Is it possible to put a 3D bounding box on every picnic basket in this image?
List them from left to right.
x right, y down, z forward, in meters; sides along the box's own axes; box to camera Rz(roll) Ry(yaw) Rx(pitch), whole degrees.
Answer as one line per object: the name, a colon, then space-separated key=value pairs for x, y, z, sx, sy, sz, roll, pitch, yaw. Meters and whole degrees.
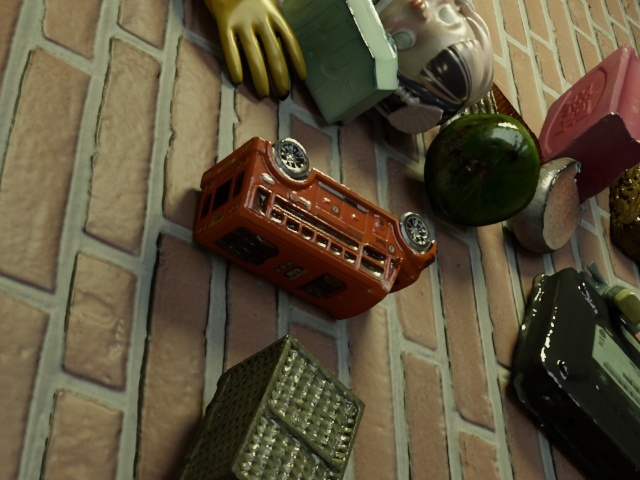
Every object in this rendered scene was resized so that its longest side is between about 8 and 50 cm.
picnic basket: x=-0.067 y=0.232 z=1.123 sx=0.134 sy=0.154 sz=0.196 roll=44 pitch=40 yaw=-19

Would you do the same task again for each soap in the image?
soap: x=0.025 y=-0.318 z=1.686 sx=0.230 sy=0.145 sz=0.091 roll=62 pitch=25 yaw=9
soap: x=0.561 y=-0.229 z=2.139 sx=0.128 sy=0.233 sz=0.359 roll=43 pitch=36 yaw=-9

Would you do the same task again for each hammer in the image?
hammer: x=0.538 y=0.108 z=1.900 sx=0.158 sy=0.041 sz=0.226 roll=48 pitch=6 yaw=5

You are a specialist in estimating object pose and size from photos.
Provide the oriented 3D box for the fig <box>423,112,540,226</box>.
fig: x=0.266 y=-0.140 z=1.802 sx=0.203 sy=0.203 sz=0.235 roll=37 pitch=17 yaw=-19

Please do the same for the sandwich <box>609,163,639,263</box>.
sandwich: x=0.750 y=-0.055 z=2.282 sx=0.262 sy=0.131 sz=0.325 roll=38 pitch=37 yaw=-16

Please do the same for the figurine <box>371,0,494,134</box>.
figurine: x=0.152 y=-0.359 z=1.806 sx=0.361 sy=0.253 sz=0.211 roll=56 pitch=2 yaw=14

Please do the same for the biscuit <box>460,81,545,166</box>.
biscuit: x=0.335 y=-0.196 z=1.949 sx=0.252 sy=0.070 sz=0.106 roll=39 pitch=35 yaw=-45

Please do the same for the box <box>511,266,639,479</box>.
box: x=0.471 y=0.240 z=1.756 sx=0.359 sy=0.091 sz=0.350 roll=47 pitch=35 yaw=-10

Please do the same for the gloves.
gloves: x=-0.122 y=-0.348 z=1.631 sx=0.133 sy=0.116 sz=0.294 roll=-21 pitch=84 yaw=-25

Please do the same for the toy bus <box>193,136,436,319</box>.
toy bus: x=0.000 y=0.000 z=1.414 sx=0.329 sy=0.143 sz=0.153 roll=29 pitch=51 yaw=-29

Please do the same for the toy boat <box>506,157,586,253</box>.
toy boat: x=0.410 y=-0.062 z=1.939 sx=0.227 sy=0.085 sz=0.155 roll=-41 pitch=127 yaw=-46
